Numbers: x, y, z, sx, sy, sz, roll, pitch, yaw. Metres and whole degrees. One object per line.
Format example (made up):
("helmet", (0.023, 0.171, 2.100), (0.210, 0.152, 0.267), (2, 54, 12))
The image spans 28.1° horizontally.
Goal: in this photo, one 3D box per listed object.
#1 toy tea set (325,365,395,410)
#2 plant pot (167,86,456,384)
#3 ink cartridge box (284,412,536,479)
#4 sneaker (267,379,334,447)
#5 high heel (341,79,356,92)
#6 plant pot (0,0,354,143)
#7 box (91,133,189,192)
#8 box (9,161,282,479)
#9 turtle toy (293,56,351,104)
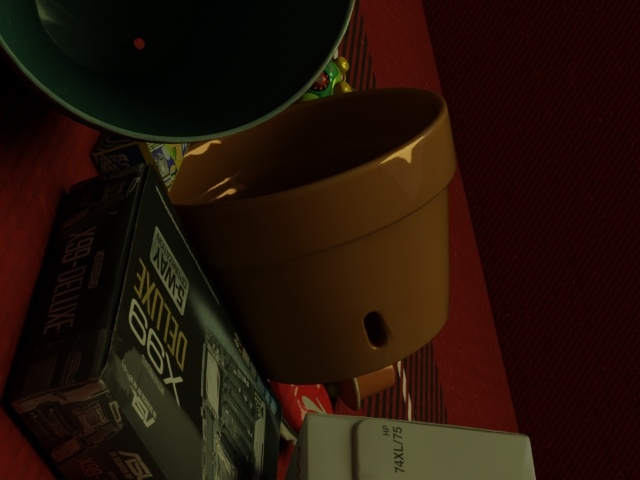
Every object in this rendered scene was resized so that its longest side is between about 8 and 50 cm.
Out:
("toy tea set", (0.007, 0.048, 1.611), (0.200, 0.124, 0.336), (133, -57, -72))
("plant pot", (0.000, 0.000, 1.200), (0.291, 0.291, 0.203), (-71, 147, -66))
("ink cartridge box", (0.057, 0.307, 1.080), (0.270, 0.197, 0.198), (105, -12, -46))
("sneaker", (-0.022, 0.096, 1.361), (0.107, 0.118, 0.279), (-54, 128, -71))
("high heel", (0.046, -0.108, 1.904), (0.261, 0.093, 0.186), (66, 25, -24))
("plant pot", (-0.141, -0.210, 0.997), (0.195, 0.290, 0.290), (-6, -79, 68))
("box", (-0.156, -0.100, 1.175), (0.169, 0.054, 0.059), (-81, 152, -59))
("box", (-0.123, 0.131, 1.023), (0.242, 0.077, 0.307), (-88, 159, -51))
("turtle toy", (-0.011, -0.210, 1.791), (0.066, 0.095, 0.130), (34, 38, -37))
